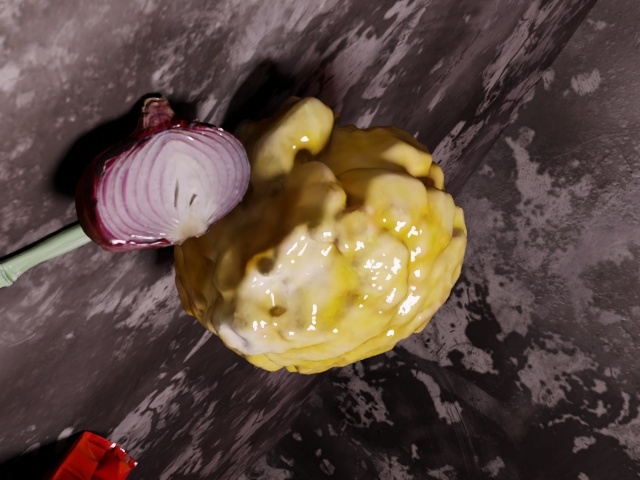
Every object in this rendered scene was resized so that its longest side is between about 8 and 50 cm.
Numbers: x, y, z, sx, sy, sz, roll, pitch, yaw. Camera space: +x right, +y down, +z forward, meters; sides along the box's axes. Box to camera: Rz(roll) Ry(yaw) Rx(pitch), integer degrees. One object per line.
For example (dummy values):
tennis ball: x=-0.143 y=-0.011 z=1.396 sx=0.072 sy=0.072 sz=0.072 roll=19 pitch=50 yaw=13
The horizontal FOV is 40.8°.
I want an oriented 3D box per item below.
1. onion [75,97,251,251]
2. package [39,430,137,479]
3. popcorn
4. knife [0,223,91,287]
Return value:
onion: x=-0.177 y=-0.066 z=0.904 sx=0.206 sy=0.151 sz=0.098 roll=-19 pitch=-177 yaw=-41
package: x=-0.408 y=0.436 z=1.326 sx=0.196 sy=0.123 sz=0.423 roll=-46 pitch=-174 yaw=3
popcorn: x=0.001 y=0.009 z=1.107 sx=0.344 sy=0.354 sz=0.390 roll=-64 pitch=167 yaw=-12
knife: x=-0.317 y=0.029 z=0.891 sx=0.293 sy=0.020 sz=0.043 roll=-31 pitch=160 yaw=-46
